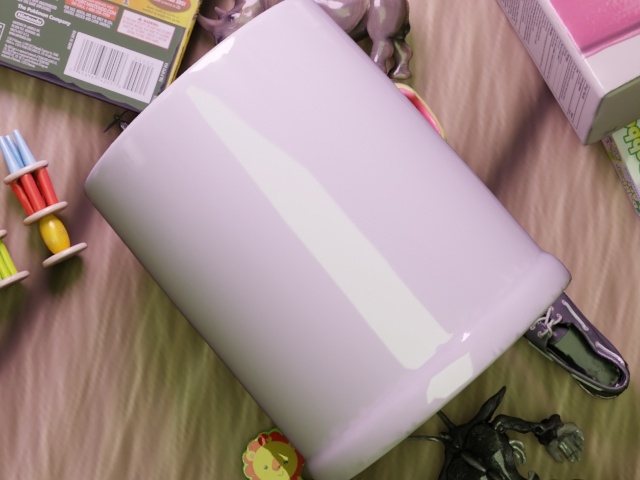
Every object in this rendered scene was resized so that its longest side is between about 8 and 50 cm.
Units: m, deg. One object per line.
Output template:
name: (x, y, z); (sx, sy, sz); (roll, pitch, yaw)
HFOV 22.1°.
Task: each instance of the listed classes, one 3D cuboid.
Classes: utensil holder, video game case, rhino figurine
utensil holder: (0.000, 0.000, 1.630); (0.327, 0.327, 0.385); (-42, 88, -6)
video game case: (-0.261, -0.290, 1.760); (0.275, 0.035, 0.248); (19, 91, -3)
rhino figurine: (-0.017, -0.238, 1.786); (0.243, 0.073, 0.106); (6, 91, 3)

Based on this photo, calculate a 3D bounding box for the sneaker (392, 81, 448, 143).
sneaker: (0.111, -0.077, 1.775); (0.081, 0.094, 0.208); (-28, 90, -7)

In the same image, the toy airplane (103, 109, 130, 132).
toy airplane: (-0.177, -0.078, 1.786); (0.151, 0.028, 0.151); (0, 86, -5)

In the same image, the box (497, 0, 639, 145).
box: (0.286, -0.245, 1.745); (0.127, 0.148, 0.232); (-27, 74, -7)

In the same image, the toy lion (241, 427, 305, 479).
toy lion: (-0.034, 0.250, 1.779); (0.100, 0.034, 0.096); (-7, 80, -5)

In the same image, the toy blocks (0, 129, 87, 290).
toy blocks: (-0.336, -0.032, 1.758); (0.123, 0.054, 0.148); (-26, 89, -6)

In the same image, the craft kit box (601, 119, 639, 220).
craft kit box: (0.463, -0.084, 1.825); (0.246, 0.061, 0.250); (-26, 89, -3)

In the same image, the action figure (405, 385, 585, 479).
action figure: (0.225, 0.267, 1.747); (0.275, 0.141, 0.164); (34, 93, 24)

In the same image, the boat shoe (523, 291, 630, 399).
boat shoe: (0.260, 0.093, 1.791); (0.206, 0.065, 0.075); (44, 85, -1)
